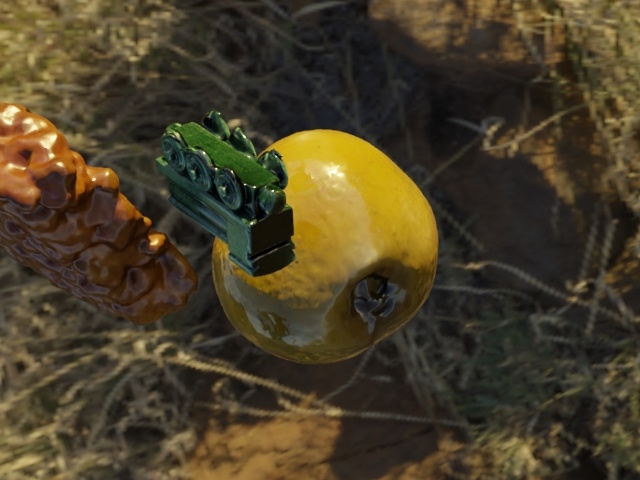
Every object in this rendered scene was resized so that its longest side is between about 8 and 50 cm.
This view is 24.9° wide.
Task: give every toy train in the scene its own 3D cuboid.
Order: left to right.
[{"bbox_3d":[-0.090,-0.048,1.351,0.170,0.071,0.111,34,136,41],"label":"toy train"}]

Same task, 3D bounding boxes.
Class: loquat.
[{"bbox_3d":[0.000,0.000,1.695,0.275,0.275,0.275,6,100,33],"label":"loquat"}]

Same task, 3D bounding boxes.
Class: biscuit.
[{"bbox_3d":[-0.302,-0.045,1.536,0.318,0.312,0.110,29,75,32],"label":"biscuit"}]
